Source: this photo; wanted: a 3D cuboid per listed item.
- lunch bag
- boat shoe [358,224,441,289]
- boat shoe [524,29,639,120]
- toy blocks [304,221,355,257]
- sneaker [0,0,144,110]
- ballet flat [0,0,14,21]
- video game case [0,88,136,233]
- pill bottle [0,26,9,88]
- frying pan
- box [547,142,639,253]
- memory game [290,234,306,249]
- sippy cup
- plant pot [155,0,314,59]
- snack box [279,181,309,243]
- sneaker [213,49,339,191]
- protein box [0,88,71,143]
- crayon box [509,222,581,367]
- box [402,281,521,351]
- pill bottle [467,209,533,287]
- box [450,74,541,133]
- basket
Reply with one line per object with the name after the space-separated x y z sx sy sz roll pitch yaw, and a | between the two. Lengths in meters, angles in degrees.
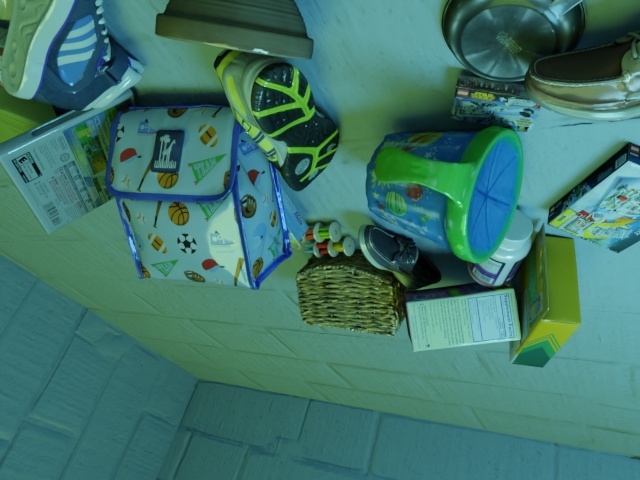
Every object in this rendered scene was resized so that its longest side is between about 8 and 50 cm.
-0.269 -0.103 1.199 0.328 0.239 0.385 4 116 20 | lunch bag
0.202 0.038 1.360 0.092 0.102 0.285 -14 141 38 | boat shoe
0.436 -0.236 0.708 0.325 0.123 0.116 -2 141 11 | boat shoe
0.000 0.000 1.460 0.148 0.054 0.123 -4 144 38 | toy blocks
-0.417 -0.383 1.004 0.130 0.236 0.322 48 119 22 | sneaker
-0.620 -0.466 0.960 0.349 0.123 0.123 31 150 -22 | ballet flat
-0.543 -0.176 1.262 0.036 0.300 0.329 48 156 16 | video game case
-0.635 -0.370 1.130 0.216 0.121 0.121 16 152 7 | pill bottle
0.321 -0.300 0.745 0.326 0.053 0.197 -1 148 38 | frying pan
0.553 -0.068 1.003 0.159 0.044 0.233 21 152 -3 | box
-0.120 -0.039 1.460 0.186 0.012 0.186 21 141 18 | memory game
0.211 -0.099 0.986 0.224 0.240 0.305 17 149 35 | sippy cup
-0.121 -0.343 0.817 0.237 0.237 0.109 14 111 10 | plant pot
-0.160 -0.067 1.388 0.207 0.070 0.174 -7 127 38 | snack box
-0.073 -0.228 1.039 0.147 0.145 0.384 41 170 24 | sneaker
-0.641 -0.276 1.284 0.200 0.136 0.201 20 151 -2 | protein box
0.495 0.133 1.219 0.083 0.203 0.323 6 150 9 | crayon box
0.329 0.176 1.327 0.243 0.117 0.213 -7 180 7 | box
0.390 0.016 1.187 0.108 0.108 0.193 14 151 10 | pill bottle
0.287 -0.223 0.901 0.137 0.027 0.094 13 161 11 | box
0.105 0.115 1.558 0.299 0.223 0.213 4 116 27 | basket
